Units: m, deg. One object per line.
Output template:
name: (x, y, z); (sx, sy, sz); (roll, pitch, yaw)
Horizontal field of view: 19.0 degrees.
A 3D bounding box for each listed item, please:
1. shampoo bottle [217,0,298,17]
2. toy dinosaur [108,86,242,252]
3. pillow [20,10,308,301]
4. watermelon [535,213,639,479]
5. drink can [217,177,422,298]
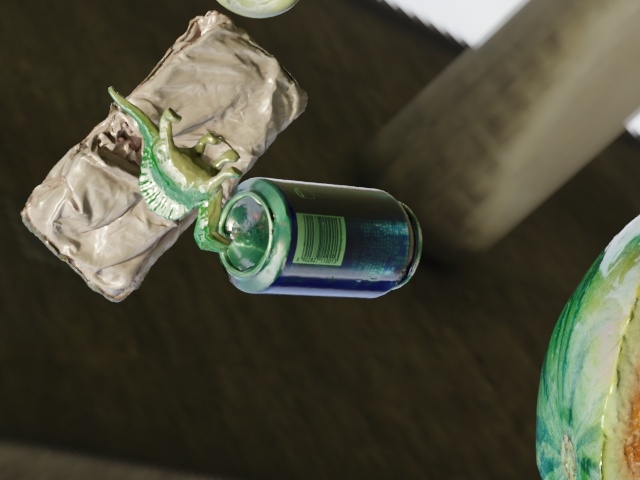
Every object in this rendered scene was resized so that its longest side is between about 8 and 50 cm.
shampoo bottle: (-0.031, -0.232, 1.402); (0.079, 0.079, 0.162); (41, -144, -14)
toy dinosaur: (-0.091, -0.046, 1.144); (0.120, 0.060, 0.029); (40, -164, 8)
pillow: (-0.126, -0.069, 1.599); (0.135, 0.248, 0.049); (46, 173, -29)
watermelon: (0.161, 0.046, 0.969); (0.128, 0.231, 0.146); (56, 158, -18)
drink can: (0.000, 0.000, 1.930); (0.205, 0.118, 0.118); (6, -134, -42)
